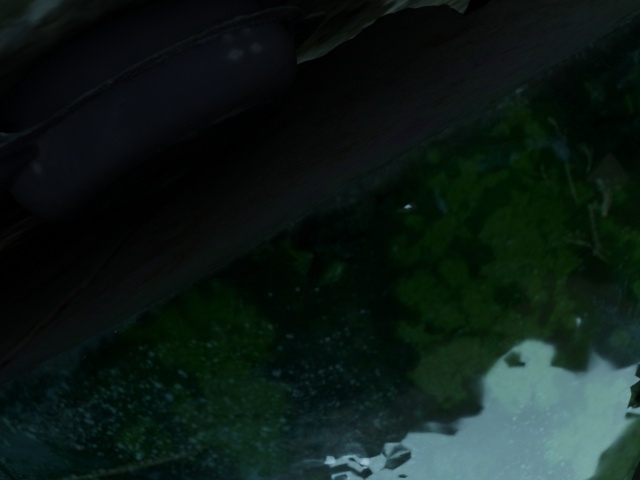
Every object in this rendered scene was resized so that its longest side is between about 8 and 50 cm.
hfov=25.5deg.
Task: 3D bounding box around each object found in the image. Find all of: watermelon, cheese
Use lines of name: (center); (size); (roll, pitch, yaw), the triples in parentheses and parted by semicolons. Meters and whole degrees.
watermelon: (-0.010, 0.075, 0.511); (0.319, 0.222, 0.292); (-36, -162, -7)
cheese: (-0.074, -0.031, 0.421); (0.191, 0.042, 0.105); (-27, 174, -35)

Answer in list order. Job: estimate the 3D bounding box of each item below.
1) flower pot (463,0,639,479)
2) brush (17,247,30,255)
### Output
flower pot: (0.194, -0.026, 0.593); (0.213, 0.301, 0.302); (-10, -174, 29)
brush: (-0.092, 0.019, 0.728); (0.123, 0.059, 0.197); (-28, 175, 5)
